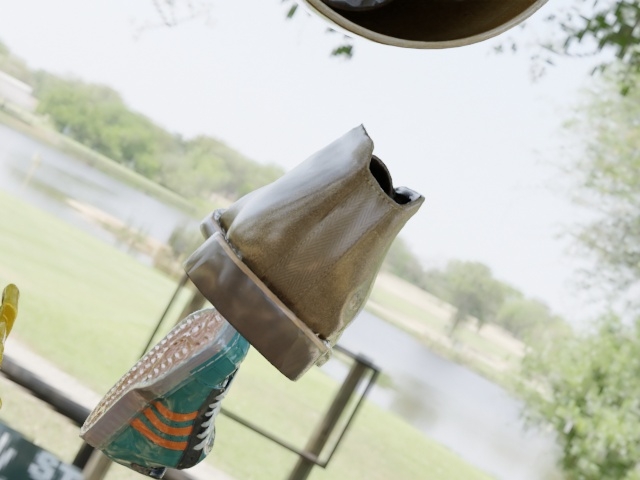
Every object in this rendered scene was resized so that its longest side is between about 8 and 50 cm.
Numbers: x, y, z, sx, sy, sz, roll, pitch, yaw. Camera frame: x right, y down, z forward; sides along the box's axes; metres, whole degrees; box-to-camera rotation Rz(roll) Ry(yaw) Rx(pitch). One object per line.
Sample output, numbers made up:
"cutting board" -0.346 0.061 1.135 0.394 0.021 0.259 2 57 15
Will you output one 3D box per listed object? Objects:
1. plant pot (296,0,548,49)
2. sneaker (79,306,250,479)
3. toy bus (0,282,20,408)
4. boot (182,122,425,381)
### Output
"plant pot" 0.047 -0.246 0.908 0.237 0.237 0.254 28 -3 -10
"sneaker" -0.145 0.174 1.328 0.121 0.108 0.302 39 -43 -13
"toy bus" -0.323 0.090 0.806 0.220 0.149 0.211 28 27 -28
"boot" 0.000 0.000 0.694 0.112 0.115 0.305 45 -1 -4
